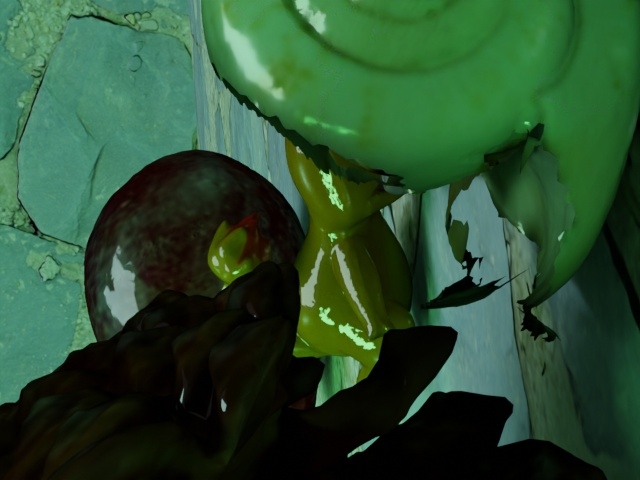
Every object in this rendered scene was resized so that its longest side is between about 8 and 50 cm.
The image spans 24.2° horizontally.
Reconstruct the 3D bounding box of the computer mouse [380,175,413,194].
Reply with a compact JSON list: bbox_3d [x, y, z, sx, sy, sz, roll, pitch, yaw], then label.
[{"bbox_3d":[0.047,-0.065,0.758,0.096,0.039,0.066,83,177,-57],"label":"computer mouse"}]

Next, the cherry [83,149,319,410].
[{"bbox_3d":[-0.094,0.055,1.267,0.230,0.203,0.300,106,144,-64],"label":"cherry"}]

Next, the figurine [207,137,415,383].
[{"bbox_3d":[-0.004,-0.001,0.851,0.121,0.122,0.176,-104,11,-61],"label":"figurine"}]

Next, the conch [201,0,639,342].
[{"bbox_3d":[0.044,-0.035,0.523,0.137,0.143,0.250,-54,-27,-24],"label":"conch"}]

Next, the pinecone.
[{"bbox_3d":[-0.053,0.203,0.509,0.398,0.398,0.398,175,90,-82],"label":"pinecone"}]
